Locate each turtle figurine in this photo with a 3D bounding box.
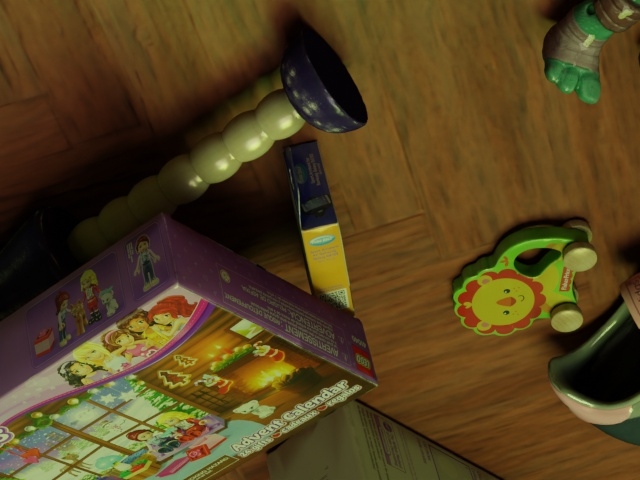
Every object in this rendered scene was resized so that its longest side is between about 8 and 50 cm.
[{"bbox_3d":[0.235,-0.166,1.010,0.175,0.118,0.234,22,142,-12],"label":"turtle figurine"}]

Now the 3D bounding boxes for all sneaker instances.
[{"bbox_3d":[0.291,0.037,1.223,0.131,0.112,0.319,17,127,-30],"label":"sneaker"}]

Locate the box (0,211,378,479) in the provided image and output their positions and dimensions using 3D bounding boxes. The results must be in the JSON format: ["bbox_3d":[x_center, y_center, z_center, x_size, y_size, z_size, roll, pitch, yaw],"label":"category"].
[{"bbox_3d":[-0.138,0.110,1.105,0.293,0.057,0.201,-33,142,24],"label":"box"}]

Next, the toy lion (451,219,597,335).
[{"bbox_3d":[0.143,0.030,1.242,0.096,0.034,0.100,1,134,-4],"label":"toy lion"}]

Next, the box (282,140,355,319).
[{"bbox_3d":[0.000,0.000,1.139,0.028,0.081,0.136,-11,136,-3],"label":"box"}]

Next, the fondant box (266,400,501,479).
[{"bbox_3d":[0.120,0.291,1.341,0.330,0.238,0.096,31,120,-35],"label":"fondant box"}]

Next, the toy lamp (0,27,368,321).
[{"bbox_3d":[-0.099,-0.027,1.092,0.274,0.080,0.080,-32,132,19],"label":"toy lamp"}]
